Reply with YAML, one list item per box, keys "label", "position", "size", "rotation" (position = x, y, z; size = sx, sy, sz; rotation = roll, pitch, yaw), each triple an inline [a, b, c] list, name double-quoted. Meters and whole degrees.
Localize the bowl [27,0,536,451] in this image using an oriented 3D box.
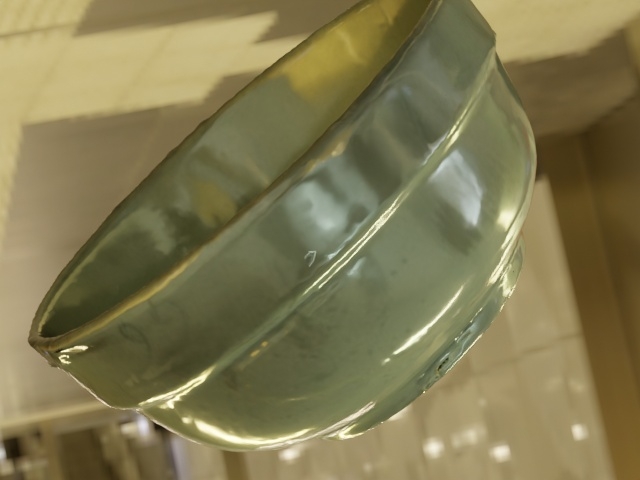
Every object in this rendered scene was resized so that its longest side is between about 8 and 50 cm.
- label: "bowl"
  position: [0.000, 0.000, 1.032]
  size: [0.307, 0.163, 0.307]
  rotation: [-42, -166, 13]
